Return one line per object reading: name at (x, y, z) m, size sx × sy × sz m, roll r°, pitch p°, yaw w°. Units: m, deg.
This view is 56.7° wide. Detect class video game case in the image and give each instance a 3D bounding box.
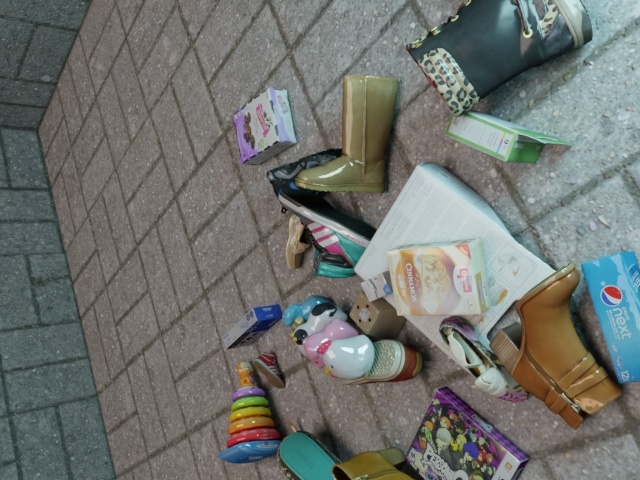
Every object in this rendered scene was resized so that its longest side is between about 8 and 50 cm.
video game case at (0.307, 0.472, 1.285) m, size 0.232 × 0.042 × 0.210 m, roll 39°, pitch 119°, yaw 40°

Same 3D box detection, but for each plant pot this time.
plant pot at (0.136, 0.169, 1.419) m, size 0.109 × 0.096 × 0.109 m, roll 47°, pitch 125°, yaw 37°

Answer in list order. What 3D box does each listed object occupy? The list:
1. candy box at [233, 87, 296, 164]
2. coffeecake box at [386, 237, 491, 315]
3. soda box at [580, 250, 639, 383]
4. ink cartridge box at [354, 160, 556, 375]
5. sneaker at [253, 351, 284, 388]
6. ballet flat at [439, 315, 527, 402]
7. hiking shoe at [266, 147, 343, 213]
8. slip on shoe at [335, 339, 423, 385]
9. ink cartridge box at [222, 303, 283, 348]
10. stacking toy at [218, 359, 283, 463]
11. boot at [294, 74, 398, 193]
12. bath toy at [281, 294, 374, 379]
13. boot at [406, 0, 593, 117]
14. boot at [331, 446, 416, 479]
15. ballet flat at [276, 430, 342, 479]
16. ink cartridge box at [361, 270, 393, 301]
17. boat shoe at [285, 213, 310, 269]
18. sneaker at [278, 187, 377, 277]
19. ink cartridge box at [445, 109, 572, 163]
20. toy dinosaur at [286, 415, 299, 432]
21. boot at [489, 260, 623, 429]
candy box at (-0.167, -0.332, 1.751) m, size 0.196 × 0.070 × 0.165 m, roll -21°, pitch 76°, yaw 48°
coffeecake box at (0.241, 0.077, 1.217) m, size 0.185 × 0.068 × 0.142 m, roll -6°, pitch 97°, yaw 36°
soda box at (0.519, 0.128, 1.006) m, size 0.071 × 0.067 × 0.210 m, roll -26°, pitch 73°, yaw 46°
ink cartridge box at (0.292, 0.064, 1.276) m, size 0.385 × 0.091 × 0.308 m, roll 41°, pitch 122°, yaw 19°
sneaker at (-0.143, 0.388, 1.795) m, size 0.118 × 0.067 × 0.042 m, roll 46°, pitch 128°, yaw -1°
ballet flat at (0.317, 0.249, 1.196) m, size 0.221 × 0.079 × 0.077 m, roll 49°, pitch 126°, yaw 17°
hiking shoe at (-0.018, -0.160, 1.585) m, size 0.304 × 0.113 × 0.132 m, roll -11°, pitch 100°, yaw 53°
slip on shoe at (0.124, 0.295, 1.438) m, size 0.331 × 0.101 × 0.123 m, roll -21°, pitch 55°, yaw 59°
ink cartridge box at (-0.210, 0.265, 1.813) m, size 0.207 × 0.097 × 0.046 m, roll -44°, pitch 61°, yaw 40°
stacking toy at (-0.216, 0.512, 1.821) m, size 0.166 × 0.175 × 0.302 m, roll -39°, pitch 50°, yaw 42°
boot at (0.059, -0.252, 1.402) m, size 0.089 × 0.236 × 0.270 m, roll -147°, pitch 59°, yaw -68°
bath toy at (0.009, 0.240, 1.449) m, size 0.151 × 0.129 × 0.348 m, roll -70°, pitch 22°, yaw 5°
boot at (0.287, -0.440, 1.122) m, size 0.284 × 0.138 × 0.377 m, roll -35°, pitch 72°, yaw 18°
boot at (0.171, 0.592, 1.318) m, size 0.295 × 0.211 × 0.104 m, roll 40°, pitch 121°, yaw 39°
ballet flat at (0.073, 0.663, 1.478) m, size 0.483 × 0.164 × 0.182 m, roll 31°, pitch 153°, yaw 44°
ink cartridge box at (0.125, 0.106, 1.336) m, size 0.083 × 0.028 × 0.048 m, roll -30°, pitch 83°, yaw 39°
boat shoe at (-0.058, 0.007, 1.656) m, size 0.059 × 0.063 × 0.170 m, roll 12°, pitch 113°, yaw 20°
sneaker at (0.000, 0.000, 1.513) m, size 0.295 × 0.124 × 0.178 m, roll 31°, pitch 116°, yaw 19°
ink cartridge box at (0.356, -0.193, 1.140) m, size 0.209 × 0.109 × 0.062 m, roll 35°, pitch 118°, yaw 41°
toy dinosaur at (-0.050, 0.590, 1.700) m, size 0.183 × 0.053 × 0.093 m, roll 45°, pitch 109°, yaw 28°
boot at (0.438, 0.193, 1.053) m, size 0.220 × 0.109 × 0.283 m, roll 48°, pitch 136°, yaw 29°
